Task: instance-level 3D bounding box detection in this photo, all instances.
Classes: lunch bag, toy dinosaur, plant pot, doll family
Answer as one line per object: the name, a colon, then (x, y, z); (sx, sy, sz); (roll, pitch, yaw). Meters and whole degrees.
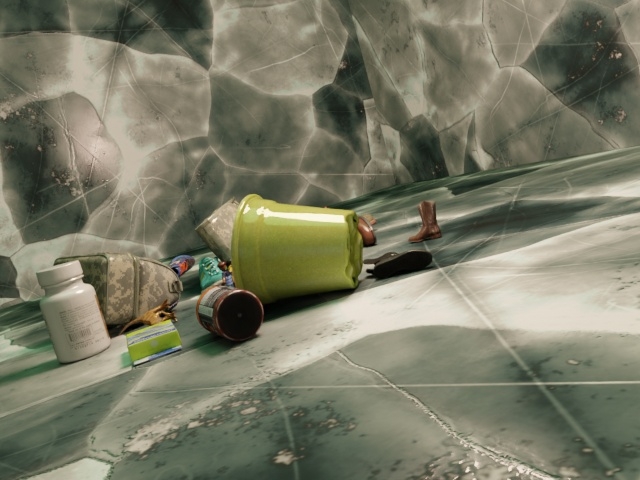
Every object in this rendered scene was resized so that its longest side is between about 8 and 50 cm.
lunch bag: (-0.286, -0.001, 2.034); (0.169, 0.235, 0.287); (-37, 10, 5)
toy dinosaur: (-0.442, 0.201, 1.585); (0.112, 0.064, 0.211); (-23, 10, -38)
plant pot: (-0.039, 0.024, 1.428); (0.253, 0.276, 0.276); (-1, 11, 15)
lunch bag: (-0.585, 0.144, 1.758); (0.305, 0.213, 0.256); (-7, -6, 37)
doll family: (-0.244, 0.100, 1.737); (0.076, 0.112, 0.193); (-16, 7, -4)

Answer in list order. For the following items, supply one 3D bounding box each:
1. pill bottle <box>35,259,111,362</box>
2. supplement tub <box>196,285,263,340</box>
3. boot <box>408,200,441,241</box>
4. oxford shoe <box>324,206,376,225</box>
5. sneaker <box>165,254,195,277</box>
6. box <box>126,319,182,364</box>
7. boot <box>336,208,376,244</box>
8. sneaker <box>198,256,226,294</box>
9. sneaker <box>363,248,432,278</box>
pill bottle: (-0.613, 0.172, 1.500); (0.131, 0.229, 0.131); (-15, 7, 2)
supplement tub: (-0.199, 0.149, 1.284); (0.106, 0.106, 0.198); (-19, 7, -25)
boot: (0.294, -0.057, 1.775); (0.106, 0.114, 0.037); (-12, 7, 26)
oxford shoe: (0.047, -0.068, 2.346); (0.348, 0.130, 0.123); (-12, 8, 30)
sneaker: (-0.605, 0.126, 2.553); (0.087, 0.083, 0.221); (7, 25, 36)
box: (-0.371, 0.222, 1.347); (0.109, 0.043, 0.178); (-18, 7, -18)
boot: (0.013, 0.003, 1.987); (0.280, 0.096, 0.264); (-29, 39, -23)
sneaker: (-0.343, 0.107, 1.915); (0.107, 0.110, 0.275); (-18, 8, -19)
sneaker: (0.182, 0.049, 1.451); (0.170, 0.051, 0.089); (-18, 11, 13)
